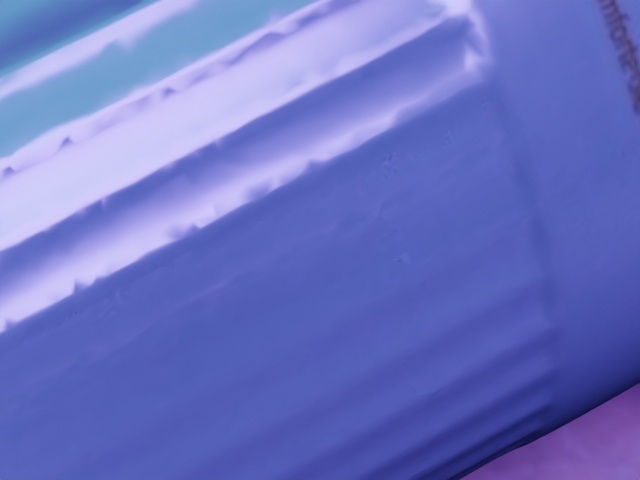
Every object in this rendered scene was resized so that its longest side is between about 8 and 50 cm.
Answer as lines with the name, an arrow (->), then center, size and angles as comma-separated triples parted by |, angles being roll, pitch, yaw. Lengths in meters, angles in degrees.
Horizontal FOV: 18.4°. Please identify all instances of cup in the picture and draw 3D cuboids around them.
cup -> -0.010, -0.009, 0.605 | 0.311, 0.331, 0.257 | -28, 29, -17
